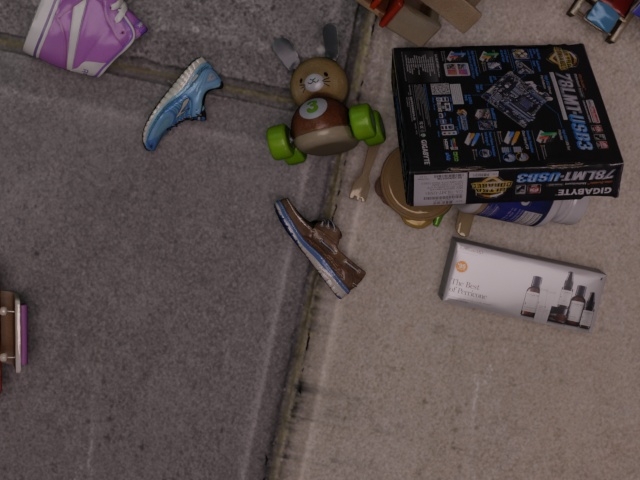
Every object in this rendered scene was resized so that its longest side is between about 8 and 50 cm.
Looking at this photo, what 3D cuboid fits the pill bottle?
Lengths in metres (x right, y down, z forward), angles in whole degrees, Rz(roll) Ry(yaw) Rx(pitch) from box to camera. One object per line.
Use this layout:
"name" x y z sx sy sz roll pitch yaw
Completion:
"pill bottle" 0.300 -0.080 1.880 0.186 0.112 0.112 10 97 -21

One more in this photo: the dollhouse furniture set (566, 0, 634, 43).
"dollhouse furniture set" 0.401 -0.396 1.848 0.183 0.129 0.129 34 95 -4

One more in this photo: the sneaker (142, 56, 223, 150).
"sneaker" -0.207 -0.195 1.893 0.073 0.063 0.162 39 95 -9

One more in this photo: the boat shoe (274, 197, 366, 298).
"boat shoe" 0.000 0.000 1.927 0.066 0.066 0.183 -38 107 -1

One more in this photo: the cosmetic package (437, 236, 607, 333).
"cosmetic package" 0.310 0.069 1.942 0.239 0.060 0.099 12 96 -3

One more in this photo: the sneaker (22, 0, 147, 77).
"sneaker" -0.315 -0.378 1.854 0.161 0.102 0.282 21 107 -7

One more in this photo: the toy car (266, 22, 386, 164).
"toy car" -0.004 -0.222 1.864 0.155 0.149 0.189 -13 85 12

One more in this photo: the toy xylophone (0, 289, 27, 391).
"toy xylophone" -0.594 0.164 1.919 0.322 0.081 0.236 -6 98 0

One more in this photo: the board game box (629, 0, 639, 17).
"board game box" 0.631 -0.379 1.806 0.291 0.141 0.232 27 67 -5

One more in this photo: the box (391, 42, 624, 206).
"box" 0.257 -0.172 1.802 0.293 0.296 0.073 -1 134 -2

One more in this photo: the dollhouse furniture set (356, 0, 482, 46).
"dollhouse furniture set" 0.172 -0.406 1.787 0.135 0.262 0.259 34 132 -15

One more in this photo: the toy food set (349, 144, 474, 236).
"toy food set" 0.149 -0.086 1.929 0.192 0.038 0.132 19 83 -4
